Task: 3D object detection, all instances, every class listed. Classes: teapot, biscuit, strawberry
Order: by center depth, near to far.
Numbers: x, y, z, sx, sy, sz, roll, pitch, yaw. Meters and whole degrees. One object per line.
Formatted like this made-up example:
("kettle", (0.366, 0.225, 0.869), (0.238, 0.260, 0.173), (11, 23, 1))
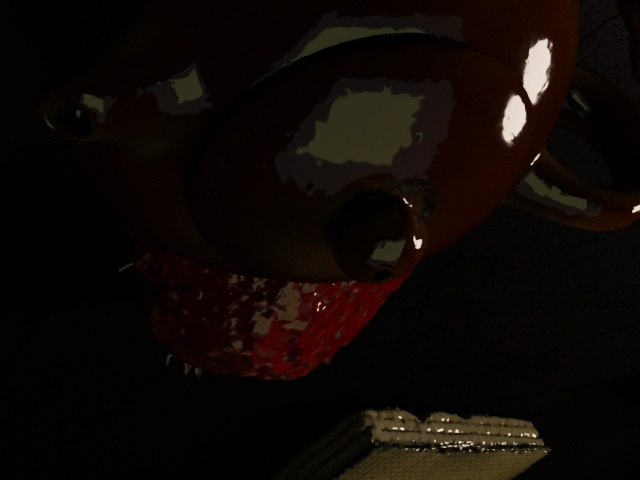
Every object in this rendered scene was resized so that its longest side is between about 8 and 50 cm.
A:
("teapot", (0.022, -0.040, 0.470), (0.252, 0.135, 0.178), (10, 141, -30))
("strawberry", (0.000, 0.000, 0.608), (0.187, 0.082, 0.146), (-42, 153, 21))
("biscuit", (0.054, 0.157, 0.930), (0.199, 0.041, 0.121), (12, 133, -48))

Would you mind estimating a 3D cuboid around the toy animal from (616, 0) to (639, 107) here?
("toy animal", (0.148, -0.130, 0.486), (0.138, 0.108, 0.236), (-53, 139, -24))
